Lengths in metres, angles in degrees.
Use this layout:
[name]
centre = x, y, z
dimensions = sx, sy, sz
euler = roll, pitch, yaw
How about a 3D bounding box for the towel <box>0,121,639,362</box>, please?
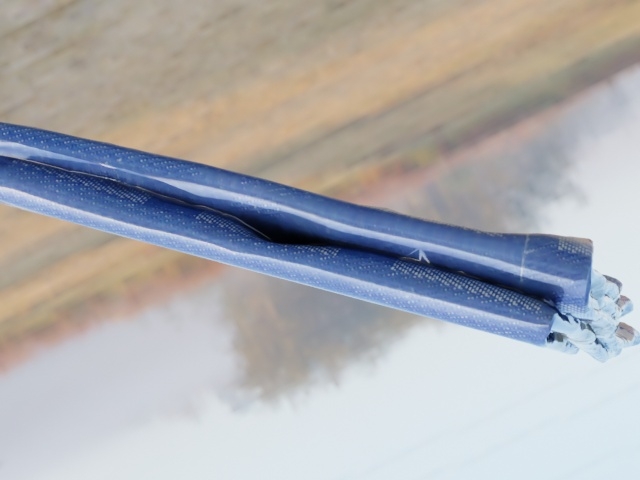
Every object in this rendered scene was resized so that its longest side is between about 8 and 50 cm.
[towel]
centre = 0.000, 0.000, 0.657
dimensions = 0.209, 0.034, 0.285
euler = 14, 179, 12
